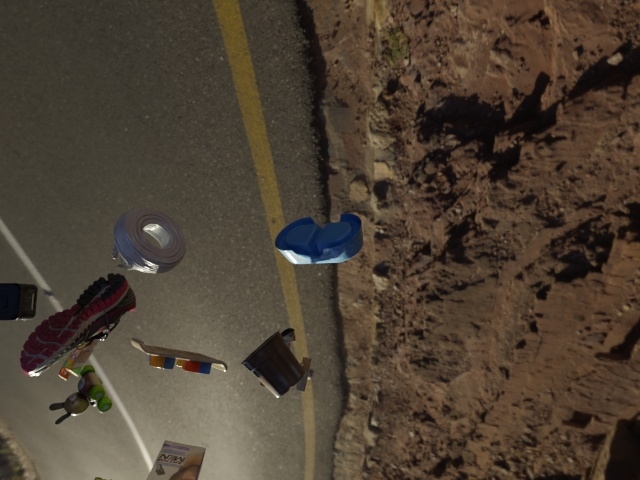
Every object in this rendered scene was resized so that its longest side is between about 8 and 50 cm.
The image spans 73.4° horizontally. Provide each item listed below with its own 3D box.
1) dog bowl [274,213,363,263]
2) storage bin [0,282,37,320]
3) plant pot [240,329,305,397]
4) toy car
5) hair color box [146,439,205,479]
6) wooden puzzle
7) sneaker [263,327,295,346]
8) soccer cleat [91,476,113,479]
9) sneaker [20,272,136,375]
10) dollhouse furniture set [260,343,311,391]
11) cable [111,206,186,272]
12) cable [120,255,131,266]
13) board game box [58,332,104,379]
[{"bbox_3d":[0.000,0.000,1.340,0.297,0.166,0.074,-4,129,30],"label":"dog bowl"},{"bbox_3d":[-1.072,0.207,1.447,0.180,0.122,0.084,-1,172,0],"label":"storage bin"},{"bbox_3d":[-0.147,0.413,1.418,0.165,0.167,0.167,49,136,4],"label":"plant pot"},{"bbox_3d":[-0.914,0.598,1.615,0.155,0.188,0.149,33,141,40],"label":"toy car"},{"bbox_3d":[-0.594,0.971,1.720,0.185,0.339,0.110,13,104,-5],"label":"hair color box"},{"bbox_3d":[-0.585,0.480,1.738,0.347,0.081,0.322,23,162,-25],"label":"wooden puzzle"},{"bbox_3d":[-0.179,0.459,1.922,0.057,0.161,0.076,15,124,56],"label":"sneaker"},{"bbox_3d":[-0.642,0.687,1.108,0.121,0.094,0.289,25,175,44],"label":"soccer cleat"},{"bbox_3d":[-0.584,0.218,1.063,0.120,0.299,0.112,18,137,32],"label":"sneaker"},{"bbox_3d":[-0.177,0.628,2.095,0.241,0.161,0.212,10,97,3],"label":"dollhouse furniture set"},{"bbox_3d":[-0.605,-0.005,1.530,0.089,0.257,0.257,-35,146,27],"label":"cable"},{"bbox_3d":[-0.717,0.005,1.623,0.047,0.151,0.185,8,138,-8],"label":"cable"},{"bbox_3d":[-0.771,0.336,1.428,0.039,0.260,0.124,26,150,-4],"label":"board game box"}]
